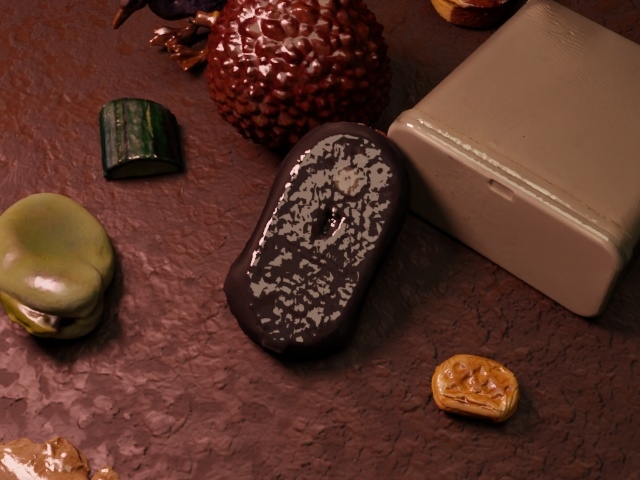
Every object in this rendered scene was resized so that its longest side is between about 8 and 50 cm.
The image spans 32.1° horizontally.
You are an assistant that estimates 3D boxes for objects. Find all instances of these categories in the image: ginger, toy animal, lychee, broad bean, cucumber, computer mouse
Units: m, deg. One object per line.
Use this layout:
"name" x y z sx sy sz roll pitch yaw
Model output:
"ginger" -0.336 0.288 1.292 0.213 0.074 0.137 17 58 17
"toy animal" -0.171 -0.352 1.655 0.298 0.185 0.122 -12 50 -31
"lychee" -0.041 -0.254 1.540 0.300 0.264 0.264 27 59 3
"broad bean" -0.354 0.033 1.452 0.169 0.100 0.228 3 44 -8
"cucumber" -0.260 -0.147 1.589 0.116 0.062 0.115 -7 60 -4
"computer mouse" 0.000 0.000 1.446 0.183 0.116 0.323 26 81 4

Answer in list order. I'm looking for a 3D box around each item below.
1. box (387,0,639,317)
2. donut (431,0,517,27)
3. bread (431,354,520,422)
"box" 0.324 -0.128 1.521 0.352 0.177 0.344 33 59 20
"donut" 0.245 -0.411 1.763 0.166 0.073 0.184 15 57 10
"bread" 0.193 0.183 1.384 0.110 0.044 0.083 12 53 6
